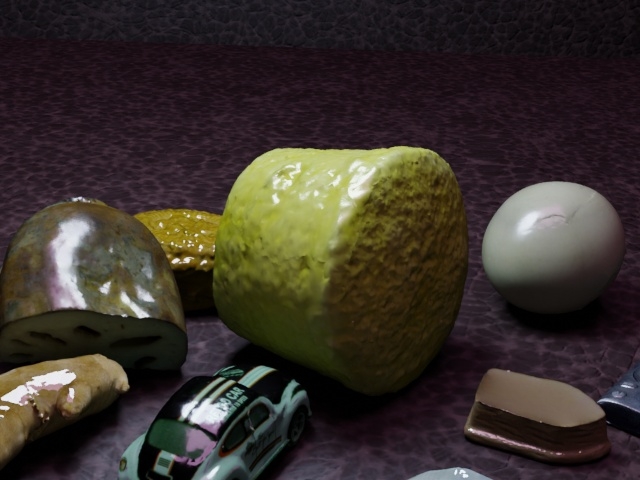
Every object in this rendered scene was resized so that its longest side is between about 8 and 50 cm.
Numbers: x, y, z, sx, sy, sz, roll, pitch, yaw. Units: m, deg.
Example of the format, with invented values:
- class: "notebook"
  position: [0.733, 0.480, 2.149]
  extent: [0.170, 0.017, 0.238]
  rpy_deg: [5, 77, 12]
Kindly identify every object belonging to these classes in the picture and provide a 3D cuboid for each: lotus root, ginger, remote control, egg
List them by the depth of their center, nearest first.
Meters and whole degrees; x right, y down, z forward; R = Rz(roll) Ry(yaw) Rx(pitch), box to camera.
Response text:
- class: "ginger"
  position: [-0.401, 0.223, 1.147]
  extent: [0.348, 0.122, 0.363]
  rpy_deg: [-11, 16, -11]
- class: "lotus root"
  position: [-0.322, 0.040, 1.384]
  extent: [0.267, 0.149, 0.260]
  rpy_deg: [7, 47, -23]
- class: "remote control"
  position: [0.534, 0.188, 1.434]
  extent: [0.107, 0.044, 0.378]
  rpy_deg: [17, 27, 36]
- class: "egg"
  position: [0.385, 0.011, 1.597]
  extent: [0.219, 0.219, 0.269]
  rpy_deg: [20, 35, 33]

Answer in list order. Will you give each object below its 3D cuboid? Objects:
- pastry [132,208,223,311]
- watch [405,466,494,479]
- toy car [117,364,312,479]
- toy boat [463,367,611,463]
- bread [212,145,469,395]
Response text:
- class: "pastry"
  position: [-0.215, 0.020, 1.603]
  extent: [0.235, 0.132, 0.240]
  rpy_deg: [-10, 28, -25]
- class: "watch"
  position: [0.141, 0.322, 0.845]
  extent: [0.253, 0.241, 0.162]
  rpy_deg: [11, 24, 17]
- class: "toy car"
  position: [-0.120, 0.225, 1.173]
  extent: [0.136, 0.125, 0.306]
  rpy_deg: [13, 27, 22]
- class: "toy boat"
  position: [0.291, 0.233, 1.280]
  extent: [0.188, 0.061, 0.116]
  rpy_deg: [12, 25, 17]
- class: "bread"
  position: [0.028, 0.021, 1.394]
  extent: [0.308, 0.348, 0.348]
  rpy_deg: [16, 27, 36]
